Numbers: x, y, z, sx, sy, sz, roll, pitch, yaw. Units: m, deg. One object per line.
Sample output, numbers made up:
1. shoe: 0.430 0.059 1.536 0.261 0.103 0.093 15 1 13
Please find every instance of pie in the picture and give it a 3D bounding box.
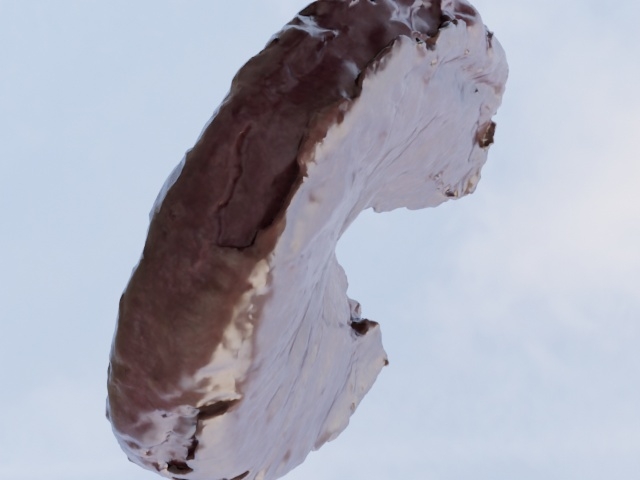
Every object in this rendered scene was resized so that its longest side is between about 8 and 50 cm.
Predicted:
1. pie: 0.000 0.000 0.500 0.054 0.204 0.219 30 -72 19
